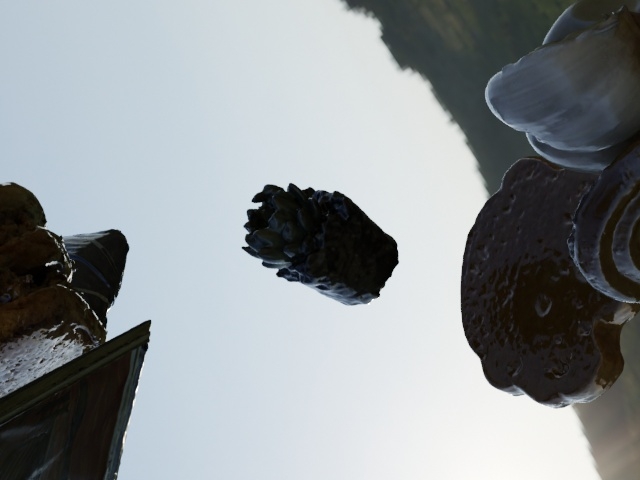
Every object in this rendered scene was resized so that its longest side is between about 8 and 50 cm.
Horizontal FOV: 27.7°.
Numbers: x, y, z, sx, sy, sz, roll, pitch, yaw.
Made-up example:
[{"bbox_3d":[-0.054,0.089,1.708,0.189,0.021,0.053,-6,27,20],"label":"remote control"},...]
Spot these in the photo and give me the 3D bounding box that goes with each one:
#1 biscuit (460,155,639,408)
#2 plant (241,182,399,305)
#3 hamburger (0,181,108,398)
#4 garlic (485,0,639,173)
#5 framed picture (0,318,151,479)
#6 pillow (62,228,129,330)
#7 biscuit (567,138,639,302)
[{"bbox_3d":[0.299,0.053,1.641,0.057,0.312,0.351,13,180,-31],"label":"biscuit"},{"bbox_3d":[0.000,0.000,1.678,0.194,0.129,0.132,29,171,-27],"label":"plant"},{"bbox_3d":[-0.355,0.077,1.389,0.260,0.245,0.211,-16,-120,-48],"label":"hamburger"},{"bbox_3d":[0.286,-0.150,1.340,0.185,0.203,0.281,60,-140,-11],"label":"garlic"},{"bbox_3d":[-0.229,0.193,0.996,0.016,0.216,0.273,28,-150,21],"label":"framed picture"},{"bbox_3d":[-0.378,0.118,1.946,0.092,0.161,0.335,52,-144,-40],"label":"pillow"},{"bbox_3d":[0.372,-0.028,1.290,0.262,0.262,0.037,43,-162,-46],"label":"biscuit"}]
